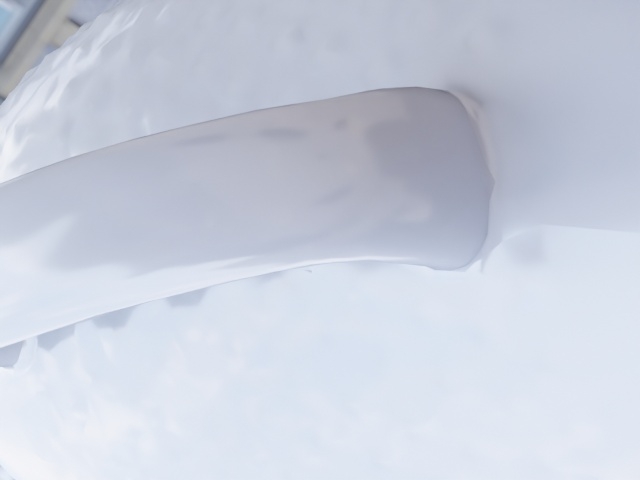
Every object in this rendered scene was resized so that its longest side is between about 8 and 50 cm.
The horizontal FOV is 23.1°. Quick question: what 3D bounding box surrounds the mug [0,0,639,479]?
[{"bbox_3d":[0.000,0.000,0.593,0.374,0.328,0.276,-3,-100,-64],"label":"mug"}]
